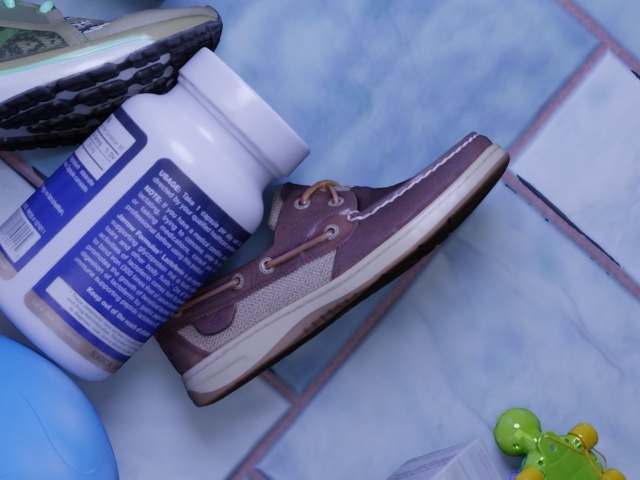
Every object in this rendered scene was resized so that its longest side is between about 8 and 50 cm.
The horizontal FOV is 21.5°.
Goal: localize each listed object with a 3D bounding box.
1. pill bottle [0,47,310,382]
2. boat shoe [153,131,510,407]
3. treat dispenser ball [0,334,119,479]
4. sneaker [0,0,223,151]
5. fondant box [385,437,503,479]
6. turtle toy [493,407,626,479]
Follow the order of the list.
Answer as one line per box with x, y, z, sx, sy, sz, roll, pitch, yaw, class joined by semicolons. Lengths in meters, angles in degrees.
-0.143;-0.024;1.383;0.264;0.153;0.153;-45;96;1;pill bottle
0.000;0.000;1.432;0.342;0.123;0.123;-37;84;10;boat shoe
-0.301;0.210;1.323;0.288;0.288;0.288;0;92;-6;treat dispenser ball
-0.287;-0.170;1.396;0.410;0.158;0.182;-13;76;-11;sneaker
0.075;0.343;1.365;0.330;0.096;0.238;-33;97;-49;fondant box
0.203;0.204;1.488;0.095;0.066;0.130;-33;93;-27;turtle toy
